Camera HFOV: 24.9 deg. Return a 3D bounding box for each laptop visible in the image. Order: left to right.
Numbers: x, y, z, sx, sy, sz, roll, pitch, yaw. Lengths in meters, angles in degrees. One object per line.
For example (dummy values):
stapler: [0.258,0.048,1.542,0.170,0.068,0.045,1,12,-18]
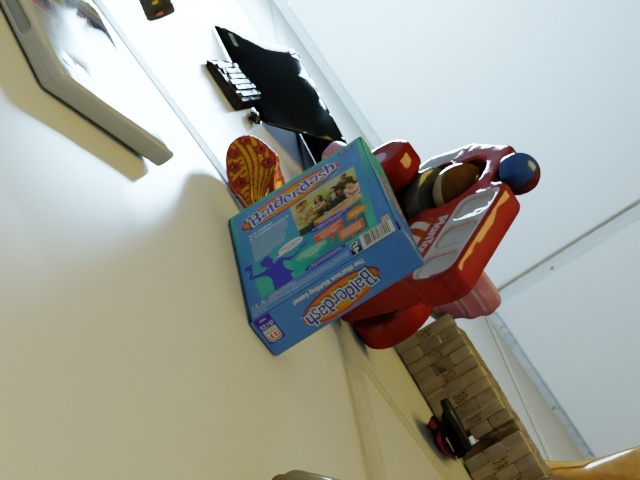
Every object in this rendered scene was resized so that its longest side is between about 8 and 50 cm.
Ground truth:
laptop: [-0.057,-0.181,2.257,0.264,0.137,0.234,88,-18,-49]

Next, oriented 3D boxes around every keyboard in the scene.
keyboard: [-0.109,-0.207,2.001,0.108,0.023,0.180,57,9,-3]

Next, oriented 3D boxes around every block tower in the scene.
block tower: [0.228,0.265,1.962,0.335,0.091,0.097,60,8,16]

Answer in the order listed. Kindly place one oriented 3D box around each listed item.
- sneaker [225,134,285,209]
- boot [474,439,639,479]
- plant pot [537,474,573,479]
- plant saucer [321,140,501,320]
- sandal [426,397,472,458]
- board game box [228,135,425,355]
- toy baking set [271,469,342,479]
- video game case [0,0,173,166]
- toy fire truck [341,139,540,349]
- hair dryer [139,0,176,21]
sneaker: [-0.058,-0.035,1.567,0.067,0.064,0.175,90,-22,-66]
boot: [0.357,0.335,2.030,0.104,0.211,0.295,49,12,-53]
plant pot: [0.341,0.395,1.764,0.237,0.110,0.237,35,45,-43]
plant saucer: [0.110,0.002,2.052,0.332,0.084,0.332,44,-5,5]
sandal: [0.160,0.247,1.833,0.179,0.040,0.067,78,-11,-70]
board game box: [0.000,0.000,1.356,0.047,0.160,0.210,54,9,-28]
toy baking set: [0.042,0.228,0.985,0.196,0.030,0.256,49,-17,-14]
video game case: [-0.213,-0.172,1.226,0.193,0.023,0.212,61,9,22]
toy fire truck: [0.138,-0.015,1.726,0.169,0.254,0.302,55,48,-19]
hair dryer: [-0.273,-0.354,1.499,0.223,0.080,0.293,42,-13,52]
